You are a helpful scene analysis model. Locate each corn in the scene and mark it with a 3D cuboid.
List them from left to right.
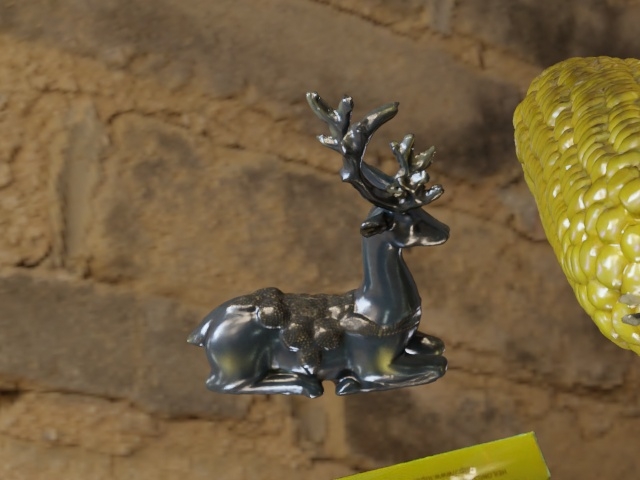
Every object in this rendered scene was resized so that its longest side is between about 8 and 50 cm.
[{"bbox_3d":[0.146,-0.026,0.701,0.310,0.101,0.101,-81,-33,-73],"label":"corn"}]

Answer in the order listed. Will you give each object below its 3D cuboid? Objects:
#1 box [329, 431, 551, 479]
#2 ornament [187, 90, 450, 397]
[{"bbox_3d":[0.039,0.213,1.039,0.153,0.279,0.041,-9,-119,-17],"label":"box"},{"bbox_3d":[0.000,0.000,1.173,0.202,0.080,0.236,-1,-60,-4],"label":"ornament"}]
